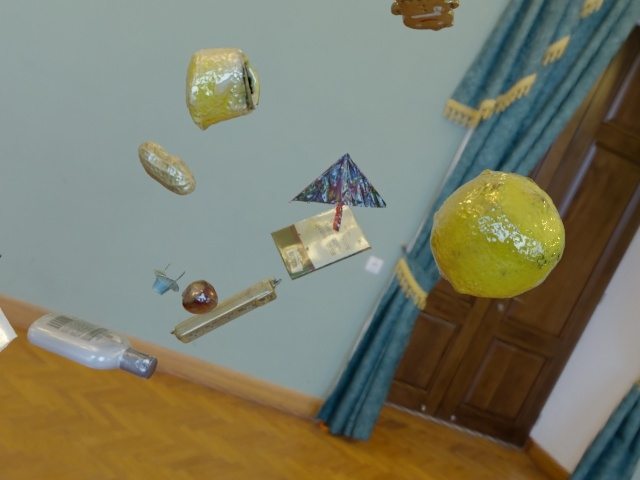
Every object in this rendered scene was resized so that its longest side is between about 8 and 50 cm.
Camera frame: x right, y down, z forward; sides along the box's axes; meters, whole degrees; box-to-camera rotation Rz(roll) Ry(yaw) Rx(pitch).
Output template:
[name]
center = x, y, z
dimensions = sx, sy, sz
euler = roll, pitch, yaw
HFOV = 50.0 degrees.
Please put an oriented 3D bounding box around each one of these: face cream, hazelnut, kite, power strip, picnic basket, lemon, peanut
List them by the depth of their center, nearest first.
[hazelnut]
center = -0.268, 0.130, 1.532
dimensions = 0.087, 0.086, 0.086
euler = 23, 10, -4
[face cream]
center = -0.514, 0.244, 1.577
dimensions = 0.292, 0.070, 0.144
euler = 18, 14, 10
[kite]
center = 0.043, -0.113, 1.615
dimensions = 0.233, 0.189, 0.009
euler = 7, 12, 4
[power strip]
center = -0.229, 0.175, 1.710
dimensions = 0.044, 0.306, 0.064
euler = 60, -7, 25
[picnic basket]
center = -0.385, 0.096, 1.720
dimensions = 0.065, 0.083, 0.083
euler = 27, -17, 44
[lemon]
center = 0.468, -0.005, 1.862
dimensions = 0.350, 0.387, 0.349
euler = 19, 48, -22
[peanut]
center = -0.421, -0.197, 1.867
dimensions = 0.194, 0.083, 0.093
euler = 40, -30, 3

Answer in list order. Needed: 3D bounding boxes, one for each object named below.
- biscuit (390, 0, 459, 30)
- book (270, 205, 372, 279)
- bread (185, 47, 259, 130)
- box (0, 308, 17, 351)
[biscuit]
center = 0.287, -0.627, 1.874
dimensions = 0.184, 0.035, 0.249
euler = -1, -6, 15
[book]
center = 0.000, 0.000, 2.277
dimensions = 0.026, 0.290, 0.201
euler = 82, -14, -56
[bread]
center = -0.249, -0.378, 1.701
dimensions = 0.171, 0.197, 0.197
euler = -6, 7, 8
[box]
center = -0.720, 0.136, 1.254
dimensions = 0.261, 0.194, 0.111
euler = -4, 30, 26
